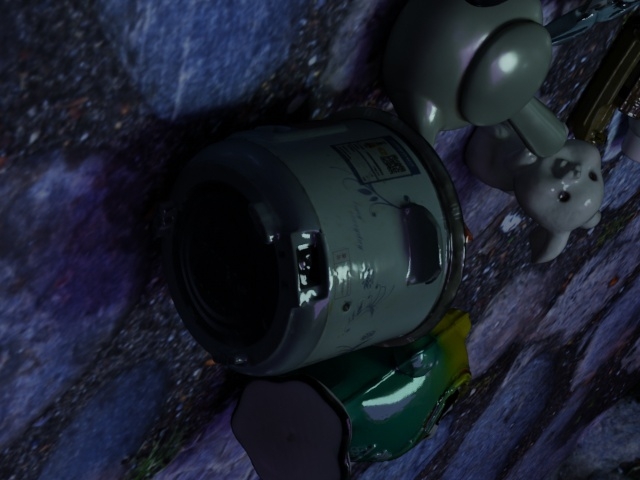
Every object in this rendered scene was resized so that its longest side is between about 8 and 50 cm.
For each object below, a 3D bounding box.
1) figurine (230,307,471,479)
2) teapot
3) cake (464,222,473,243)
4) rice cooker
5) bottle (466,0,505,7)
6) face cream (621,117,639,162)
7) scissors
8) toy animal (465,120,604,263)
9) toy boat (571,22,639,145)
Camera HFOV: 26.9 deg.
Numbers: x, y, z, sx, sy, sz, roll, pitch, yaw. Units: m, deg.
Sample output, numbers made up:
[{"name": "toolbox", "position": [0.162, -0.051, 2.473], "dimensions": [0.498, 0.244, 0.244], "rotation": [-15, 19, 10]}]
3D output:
[{"name": "figurine", "position": [0.060, 0.190, 1.808], "dimensions": [0.324, 0.231, 0.340], "rotation": [-37, 174, 40]}, {"name": "teapot", "position": [0.205, -0.206, 1.547], "dimensions": [0.318, 0.149, 0.220], "rotation": [-9, 135, -50]}, {"name": "cake", "position": [0.053, -0.004, 1.706], "dimensions": [0.158, 0.159, 0.262], "rotation": [-40, -173, -16]}, {"name": "rice cooker", "position": [0.000, 0.000, 1.401], "dimensions": [0.317, 0.317, 0.264], "rotation": [-14, 98, -47]}, {"name": "bottle", "position": [0.145, -0.341, 1.314], "dimensions": [0.082, 0.072, 0.244], "rotation": [-17, 138, 13]}, {"name": "face cream", "position": [0.537, -0.236, 2.070], "dimensions": [0.082, 0.082, 0.269], "rotation": [-25, 146, -38]}, {"name": "scissors", "position": [0.328, -0.276, 1.583], "dimensions": [0.191, 0.029, 0.360], "rotation": [-24, -179, 9]}, {"name": "toy animal", "position": [0.291, -0.083, 1.805], "dimensions": [0.127, 0.193, 0.178], "rotation": [-37, 159, -19]}, {"name": "toy boat", "position": [0.442, -0.224, 1.939], "dimensions": [0.068, 0.088, 0.226], "rotation": [-6, 130, -54]}]
